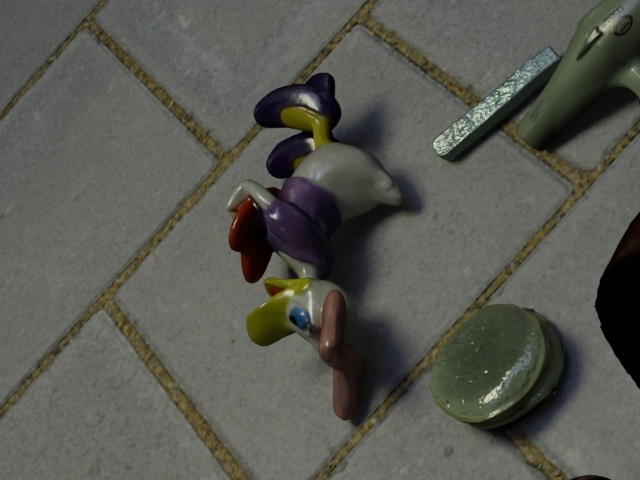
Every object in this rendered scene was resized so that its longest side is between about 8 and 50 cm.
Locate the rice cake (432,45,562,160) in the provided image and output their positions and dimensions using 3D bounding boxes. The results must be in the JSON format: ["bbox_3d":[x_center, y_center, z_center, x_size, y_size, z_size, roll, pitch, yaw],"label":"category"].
[{"bbox_3d":[0.205,-0.155,1.887,0.180,0.042,0.030,-40,69,11],"label":"rice cake"}]

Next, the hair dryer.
[{"bbox_3d":[0.310,-0.141,1.763,0.219,0.088,0.225,-30,69,38],"label":"hair dryer"}]

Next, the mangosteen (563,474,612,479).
[{"bbox_3d":[0.240,0.283,1.486,0.140,0.140,0.140,-22,49,27],"label":"mangosteen"}]

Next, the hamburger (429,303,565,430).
[{"bbox_3d":[0.182,0.130,1.679,0.140,0.062,0.133,-51,38,1],"label":"hamburger"}]

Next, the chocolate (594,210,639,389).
[{"bbox_3d":[0.456,0.024,1.346,0.331,0.383,0.384,-47,40,-18],"label":"chocolate"}]

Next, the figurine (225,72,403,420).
[{"bbox_3d":[-0.004,-0.003,1.877,0.193,0.154,0.421,-1,51,13],"label":"figurine"}]
